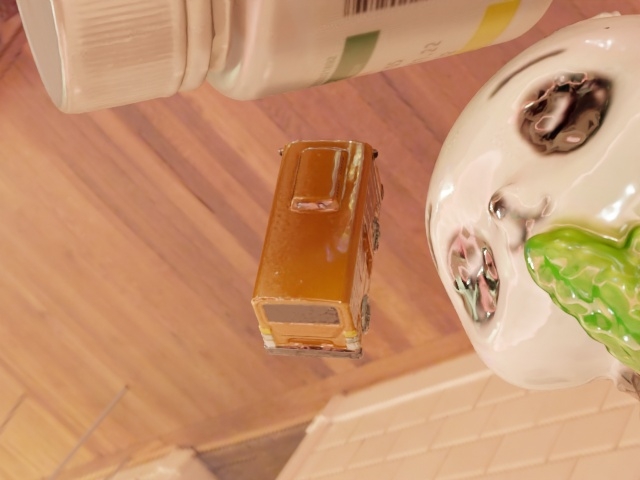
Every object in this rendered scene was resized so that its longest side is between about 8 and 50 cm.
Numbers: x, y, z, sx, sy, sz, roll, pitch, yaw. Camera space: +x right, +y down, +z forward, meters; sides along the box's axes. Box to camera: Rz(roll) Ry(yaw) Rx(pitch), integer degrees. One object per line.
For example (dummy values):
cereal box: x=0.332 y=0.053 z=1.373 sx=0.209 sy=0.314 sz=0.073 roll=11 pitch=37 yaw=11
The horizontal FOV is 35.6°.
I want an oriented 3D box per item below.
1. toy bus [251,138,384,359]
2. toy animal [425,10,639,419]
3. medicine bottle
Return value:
toy bus: x=0.000 y=0.000 z=0.933 sx=0.098 sy=0.201 sz=0.114 roll=2 pitch=145 yaw=12
toy animal: x=0.181 y=0.005 z=0.502 sx=0.267 sy=0.212 sz=0.212 roll=28 pitch=141 yaw=13
medicine bottle: x=-0.027 y=-0.204 z=0.666 sx=0.208 sy=0.340 sz=0.208 roll=164 pitch=90 yaw=-71
